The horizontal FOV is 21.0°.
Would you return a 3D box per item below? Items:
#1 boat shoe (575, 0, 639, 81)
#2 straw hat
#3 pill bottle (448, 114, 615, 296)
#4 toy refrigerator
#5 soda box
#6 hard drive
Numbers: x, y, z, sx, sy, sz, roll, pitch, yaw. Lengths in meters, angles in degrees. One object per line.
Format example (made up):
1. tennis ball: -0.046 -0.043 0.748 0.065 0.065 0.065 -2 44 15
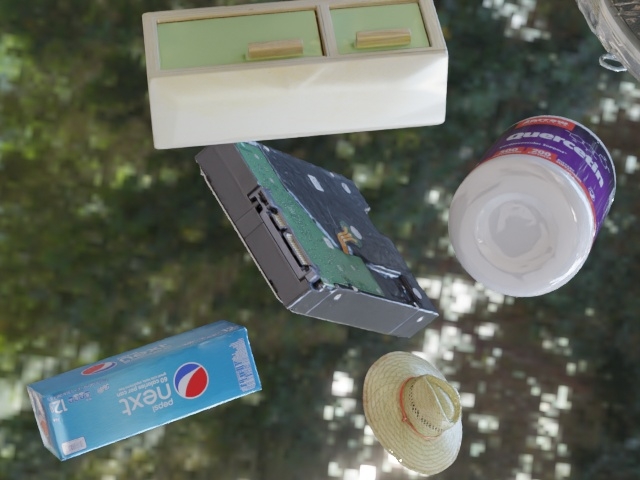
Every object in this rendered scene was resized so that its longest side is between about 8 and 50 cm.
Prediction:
1. boat shoe: 0.338 -0.259 1.884 0.320 0.118 0.103 -111 -163 -47
2. straw hat: 0.121 0.181 1.903 0.061 0.144 0.144 -33 -130 49
3. pill bottle: 0.283 -0.057 2.239 0.323 0.181 0.181 -47 156 -66
4. toy refrigerator: -0.025 -0.162 1.584 0.102 0.270 0.094 -99 -173 -46
5. soda box: -0.169 0.142 1.666 0.071 0.210 0.067 11 -64 67
6. hard drive: 0.000 0.000 2.137 0.064 0.339 0.237 -40 -113 16
